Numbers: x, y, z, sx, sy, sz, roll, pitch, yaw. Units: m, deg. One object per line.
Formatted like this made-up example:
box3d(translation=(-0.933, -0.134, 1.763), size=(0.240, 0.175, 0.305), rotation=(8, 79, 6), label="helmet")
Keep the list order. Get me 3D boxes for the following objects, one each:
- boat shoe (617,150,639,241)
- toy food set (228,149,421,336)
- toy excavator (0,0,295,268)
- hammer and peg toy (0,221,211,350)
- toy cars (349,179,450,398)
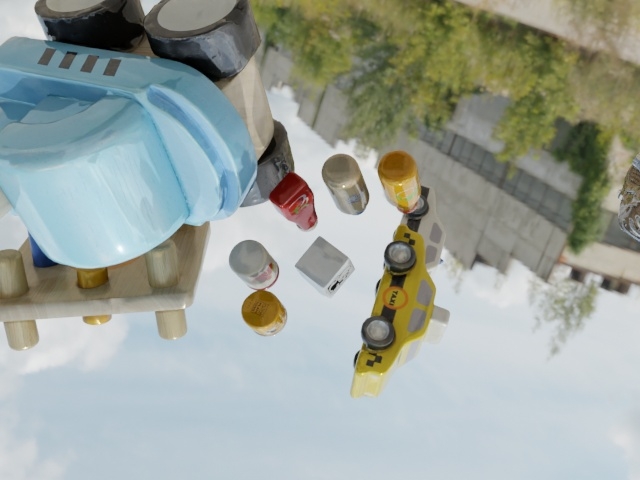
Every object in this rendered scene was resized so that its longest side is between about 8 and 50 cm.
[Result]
box3d(translation=(0.289, -0.027, 0.703), size=(0.066, 0.066, 0.183), rotation=(31, -160, 4), label="boat shoe")
box3d(translation=(0.000, 0.000, 0.869), size=(0.111, 0.232, 0.104), rotation=(36, 171, 22), label="toy food set")
box3d(translation=(-0.303, -0.064, 0.838), size=(0.433, 0.222, 0.445), rotation=(13, -130, 25), label="toy excavator")
box3d(translation=(-0.285, 0.013, 1.130), size=(0.266, 0.127, 0.361), rotation=(-4, -158, -1), label="hammer and peg toy")
box3d(translation=(0.112, 0.052, 1.006), size=(0.087, 0.176, 0.393), rotation=(16, -159, 5), label="toy cars")
